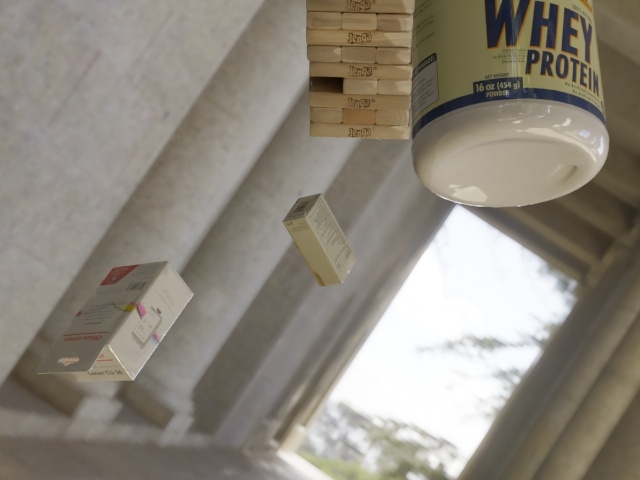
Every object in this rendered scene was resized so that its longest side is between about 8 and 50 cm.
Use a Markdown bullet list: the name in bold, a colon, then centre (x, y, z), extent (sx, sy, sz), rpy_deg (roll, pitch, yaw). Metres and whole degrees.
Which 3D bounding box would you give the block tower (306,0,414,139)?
- **block tower**: centre (0.032, -0.235, 1.157), extent (0.097, 0.091, 0.335), rpy_deg (1, -44, 0)

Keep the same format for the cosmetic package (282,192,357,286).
- **cosmetic package**: centre (0.000, 0.000, 1.951), extent (0.041, 0.060, 0.115), rpy_deg (-11, -61, 34)

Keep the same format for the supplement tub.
- **supplement tub**: centre (0.220, -0.228, 1.747), extent (0.235, 0.325, 0.235), rpy_deg (-1, -22, -1)

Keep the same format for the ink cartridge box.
- **ink cartridge box**: centre (-0.267, 0.119, 1.863), extent (0.115, 0.198, 0.067), rpy_deg (-7, -53, 41)
